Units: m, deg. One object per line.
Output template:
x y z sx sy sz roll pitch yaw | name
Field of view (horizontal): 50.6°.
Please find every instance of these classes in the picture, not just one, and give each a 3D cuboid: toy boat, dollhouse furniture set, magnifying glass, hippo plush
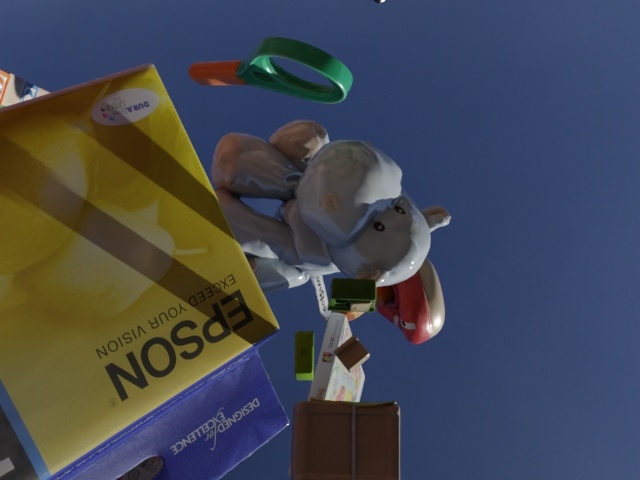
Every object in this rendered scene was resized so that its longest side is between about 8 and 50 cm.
0.089 0.083 1.081 0.151 0.151 0.231 -25 -148 -21 | toy boat
0.018 0.107 0.498 0.076 0.058 0.152 1 -106 1 | dollhouse furniture set
-0.061 -0.168 0.681 0.231 0.092 0.026 17 -98 47 | magnifying glass
0.000 0.000 0.790 0.234 0.294 0.236 -39 -156 -20 | hippo plush

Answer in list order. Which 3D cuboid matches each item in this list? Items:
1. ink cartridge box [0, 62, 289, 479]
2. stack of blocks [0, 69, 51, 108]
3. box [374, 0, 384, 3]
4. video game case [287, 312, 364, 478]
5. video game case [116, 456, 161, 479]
-0.178 0.071 0.442 0.303 0.307 0.072 -31 -174 -36 | ink cartridge box
-0.471 -0.082 0.890 0.087 0.171 0.297 18 -88 0 | stack of blocks
0.125 -0.474 1.028 0.158 0.156 0.093 -29 -125 -13 | box
0.016 0.235 0.896 0.026 0.227 0.206 7 -119 16 | video game case
-0.218 0.225 0.796 0.201 0.183 0.023 -60 -170 8 | video game case
